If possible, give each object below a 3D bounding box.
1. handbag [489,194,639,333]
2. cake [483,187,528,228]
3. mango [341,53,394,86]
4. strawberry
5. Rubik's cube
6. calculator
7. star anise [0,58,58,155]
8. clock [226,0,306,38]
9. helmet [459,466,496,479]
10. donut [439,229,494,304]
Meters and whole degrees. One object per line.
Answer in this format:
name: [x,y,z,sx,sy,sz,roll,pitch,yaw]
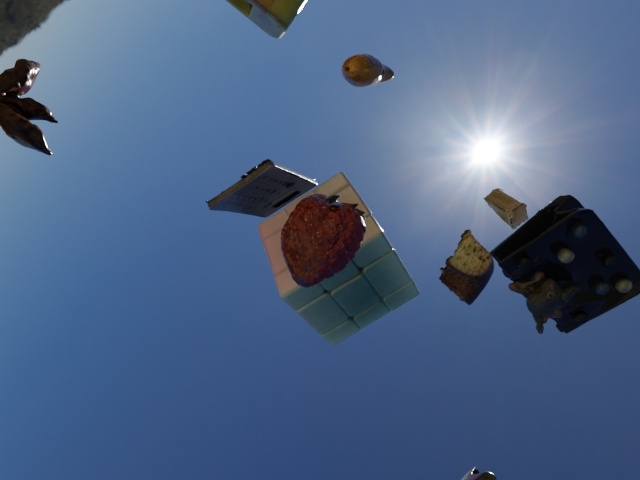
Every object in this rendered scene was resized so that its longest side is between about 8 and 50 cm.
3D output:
handbag: [0.577,0.081,1.039,0.269,0.326,0.118,-43,-157,20]
cake: [0.452,-0.082,1.075,0.052,0.065,0.121,-35,-148,4]
mango: [0.113,-0.421,1.087,0.098,0.190,0.075,12,-69,31]
strawberry: [0.000,-0.005,0.717,0.131,0.131,0.148,3,-133,45]
Rubik's cube: [0.050,0.055,1.288,0.316,0.322,0.318,-34,-137,7]
calculator: [-0.112,-0.100,0.924,0.161,0.262,0.021,-31,-101,17]
star anise: [-0.526,-0.224,0.684,0.111,0.212,0.196,112,-12,-73]
clock: [-0.122,-0.450,0.741,0.096,0.202,0.143,-55,-160,3]
helmet: [0.285,0.502,0.771,0.107,0.177,0.153,-27,-115,-11]
donut: [0.438,0.086,1.281,0.186,0.144,0.126,-54,-133,16]
